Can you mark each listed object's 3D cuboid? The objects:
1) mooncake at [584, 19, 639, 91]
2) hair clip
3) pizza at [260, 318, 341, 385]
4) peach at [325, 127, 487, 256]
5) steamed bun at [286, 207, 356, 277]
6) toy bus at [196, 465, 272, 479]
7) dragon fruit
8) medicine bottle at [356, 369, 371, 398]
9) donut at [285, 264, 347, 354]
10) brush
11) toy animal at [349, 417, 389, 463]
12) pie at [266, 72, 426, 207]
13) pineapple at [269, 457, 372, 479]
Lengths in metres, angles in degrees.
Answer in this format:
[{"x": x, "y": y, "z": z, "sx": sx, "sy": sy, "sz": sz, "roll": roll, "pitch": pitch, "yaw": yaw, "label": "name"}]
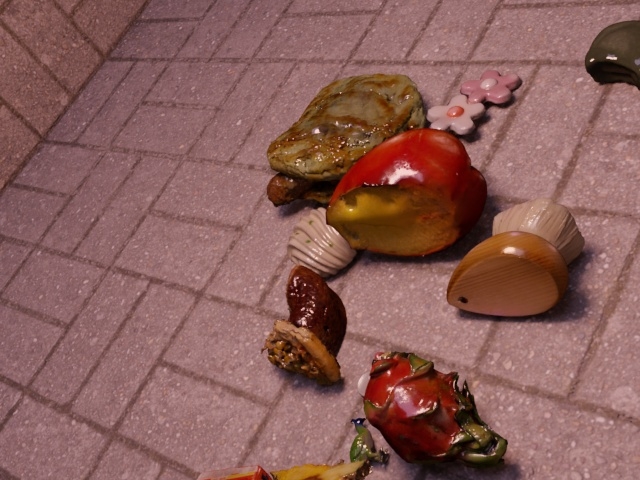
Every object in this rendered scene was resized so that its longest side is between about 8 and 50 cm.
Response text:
[{"x": 0.664, "y": -0.387, "z": 1.859, "sx": 0.168, "sy": 0.104, "sz": 0.175, "roll": -27, "pitch": 45, "yaw": 9, "label": "mooncake"}, {"x": 0.361, "y": -0.321, "z": 2.049, "sx": 0.257, "sy": 0.075, "sz": 0.146, "roll": -43, "pitch": 37, "yaw": -11, "label": "hair clip"}, {"x": -0.059, "y": 0.234, "z": 1.805, "sx": 0.226, "sy": 0.147, "sz": 0.069, "roll": 14, "pitch": 51, "yaw": 41, "label": "pizza"}, {"x": 0.173, "y": -0.088, "z": 1.830, "sx": 0.338, "sy": 0.281, "sz": 0.281, "roll": -29, "pitch": 43, "yaw": 5, "label": "peach"}, {"x": 0.000, "y": 0.000, "z": 2.000, "sx": 0.182, "sy": 0.106, "sz": 0.183, "roll": -20, "pitch": 43, "yaw": 20, "label": "steamed bun"}, {"x": -0.179, "y": 0.498, "z": 1.723, "sx": 0.174, "sy": 0.079, "sz": 0.077, "roll": -14, "pitch": 39, "yaw": 27, "label": "toy bus"}, {"x": 0.201, "y": 0.295, "z": 1.531, "sx": 0.269, "sy": 0.198, "sz": 0.200, "roll": -1, "pitch": 96, "yaw": 33, "label": "dragon fruit"}, {"x": 0.115, "y": 0.296, "z": 1.669, "sx": 0.058, "sy": 0.091, "sz": 0.058, "roll": -20, "pitch": 45, "yaw": 21, "label": "medicine bottle"}, {"x": -0.013, "y": 0.143, "z": 1.879, "sx": 0.144, "sy": 0.126, "sz": 0.187, "roll": 5, "pitch": 58, "yaw": 30, "label": "donut"}, {"x": 0.363, "y": 0.041, "z": 1.673, "sx": 0.266, "sy": 0.174, "sz": 0.166, "roll": -21, "pitch": 29, "yaw": 43, "label": "brush"}, {"x": 0.089, "y": 0.426, "z": 1.616, "sx": 0.075, "sy": 0.041, "sz": 0.217, "roll": -18, "pitch": 50, "yaw": 24, "label": "toy animal"}, {"x": 0.066, "y": -0.273, "z": 2.139, "sx": 0.395, "sy": 0.180, "sz": 0.418, "roll": -2, "pitch": 47, "yaw": 36, "label": "pie"}, {"x": 0.024, "y": 0.477, "z": 1.564, "sx": 0.164, "sy": 0.140, "sz": 0.249, "roll": -24, "pitch": 10, "yaw": -28, "label": "pineapple"}]
